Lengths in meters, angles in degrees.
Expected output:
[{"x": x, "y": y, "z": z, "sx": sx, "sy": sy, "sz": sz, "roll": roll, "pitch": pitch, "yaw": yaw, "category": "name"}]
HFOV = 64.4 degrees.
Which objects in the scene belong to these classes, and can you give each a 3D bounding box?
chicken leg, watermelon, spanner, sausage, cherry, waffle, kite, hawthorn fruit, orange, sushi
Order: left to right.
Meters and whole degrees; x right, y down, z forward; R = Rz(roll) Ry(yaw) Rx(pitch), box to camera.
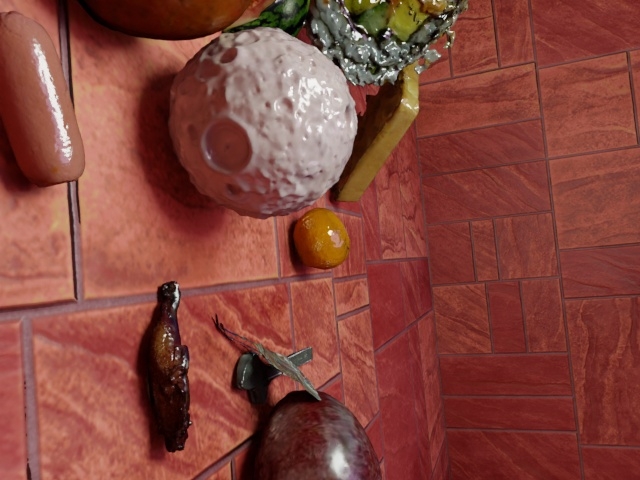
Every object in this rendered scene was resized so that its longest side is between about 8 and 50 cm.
[{"x": -0.263, "y": -0.127, "z": 0.468, "sx": 0.062, "sy": 0.062, "sz": 0.154, "roll": -43, "pitch": 125, "yaw": -66, "category": "sausage"}, {"x": -0.183, "y": 0.155, "z": 0.627, "sx": 0.093, "sy": 0.053, "sz": 0.205, "roll": -157, "pitch": -113, "yaw": -87, "category": "chicken leg"}, {"x": -0.163, "y": -0.321, "z": 0.566, "sx": 0.215, "sy": 0.250, "sz": 0.215, "roll": 11, "pitch": 90, "yaw": -90, "category": "hawthorn fruit"}, {"x": -0.088, "y": 0.181, "z": 0.807, "sx": 0.016, "sy": 0.127, "sz": 0.229, "roll": -51, "pitch": 127, "yaw": -6, "category": "kite"}, {"x": -0.080, "y": -0.412, "z": 0.939, "sx": 0.193, "sy": 0.145, "sz": 0.137, "roll": -28, "pitch": 106, "yaw": -68, "category": "watermelon"}, {"x": -0.075, "y": 0.232, "z": 0.937, "sx": 0.325, "sy": 0.026, "sz": 0.093, "roll": 8, "pitch": 76, "yaw": -71, "category": "spanner"}, {"x": -0.008, "y": 0.373, "z": 0.829, "sx": 0.230, "sy": 0.203, "sz": 0.300, "roll": 53, "pitch": 14, "yaw": -44, "category": "cherry"}, {"x": 0.000, "y": -0.001, "z": 1.073, "sx": 0.135, "sy": 0.117, "sz": 0.135, "roll": 49, "pitch": -13, "yaw": 15, "category": "orange"}, {"x": 0.144, "y": -0.292, "z": 1.327, "sx": 0.304, "sy": 0.078, "sz": 0.348, "roll": -81, "pitch": -162, "yaw": -46, "category": "waffle"}, {"x": 0.135, "y": -0.540, "z": 1.090, "sx": 0.176, "sy": 0.418, "sz": 0.417, "roll": -102, "pitch": 174, "yaw": -58, "category": "sushi"}]

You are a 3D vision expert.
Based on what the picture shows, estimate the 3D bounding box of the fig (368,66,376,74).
[{"x": 0.162, "y": -0.662, "z": 1.658, "sx": 0.275, "sy": 0.206, "sz": 0.206, "roll": 56, "pitch": 31, "yaw": -27, "category": "fig"}]

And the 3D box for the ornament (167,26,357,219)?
[{"x": -0.082, "y": -0.156, "z": 0.696, "sx": 0.225, "sy": 0.259, "sz": 0.259, "roll": -60, "pitch": 139, "yaw": -60, "category": "ornament"}]

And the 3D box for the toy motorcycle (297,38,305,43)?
[{"x": -0.010, "y": -0.297, "z": 1.173, "sx": 0.298, "sy": 0.089, "sz": 0.171, "roll": 63, "pitch": 27, "yaw": -42, "category": "toy motorcycle"}]
